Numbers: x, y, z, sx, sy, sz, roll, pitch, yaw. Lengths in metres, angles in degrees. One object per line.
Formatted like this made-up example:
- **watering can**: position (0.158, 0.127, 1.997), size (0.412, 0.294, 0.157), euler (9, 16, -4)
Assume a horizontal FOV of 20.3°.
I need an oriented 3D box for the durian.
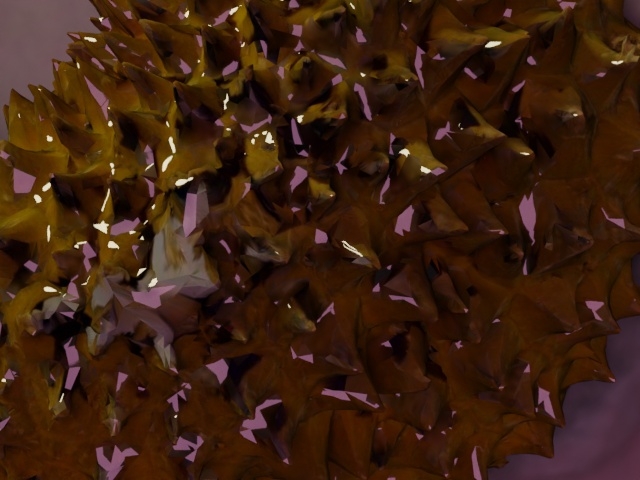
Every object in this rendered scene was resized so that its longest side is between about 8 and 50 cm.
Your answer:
- **durian**: position (-0.006, -0.005, 0.501), size (0.183, 0.138, 0.250), euler (42, 93, 15)
